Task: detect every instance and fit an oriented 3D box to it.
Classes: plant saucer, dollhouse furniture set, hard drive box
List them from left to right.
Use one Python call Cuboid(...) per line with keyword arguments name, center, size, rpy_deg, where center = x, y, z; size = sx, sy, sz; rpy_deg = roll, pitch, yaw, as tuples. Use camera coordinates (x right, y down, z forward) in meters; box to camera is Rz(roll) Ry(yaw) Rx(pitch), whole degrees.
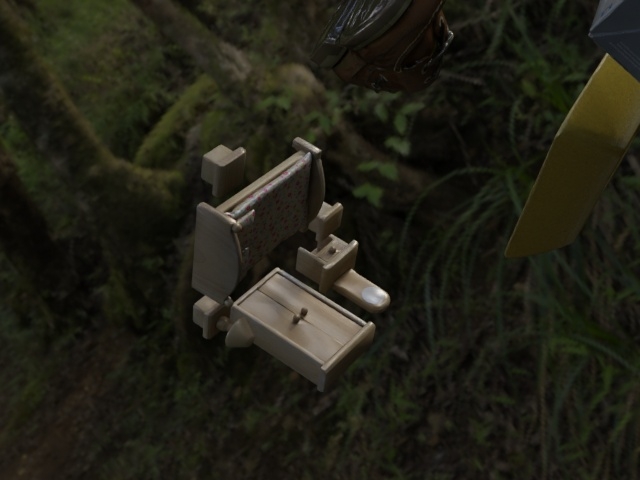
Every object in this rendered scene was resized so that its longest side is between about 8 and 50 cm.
Cuboid(name="dollhouse furniture set", center=(0.000, 0.000, 1.334), size=(0.303, 0.174, 0.355), rpy_deg=(-40, -29, -39))
Cuboid(name="plant saucer", center=(0.386, -0.151, 1.396), size=(0.333, 0.081, 0.333), rpy_deg=(-54, -13, -25))
Cuboid(name="hard drive box", center=(0.388, -0.224, 1.086), size=(0.089, 0.181, 0.232), rpy_deg=(-45, 8, 35))

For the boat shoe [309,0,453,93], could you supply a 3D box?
Cuboid(name="boat shoe", center=(0.077, -0.199, 0.966), size=(0.111, 0.104, 0.307), rpy_deg=(-59, 10, 0))
